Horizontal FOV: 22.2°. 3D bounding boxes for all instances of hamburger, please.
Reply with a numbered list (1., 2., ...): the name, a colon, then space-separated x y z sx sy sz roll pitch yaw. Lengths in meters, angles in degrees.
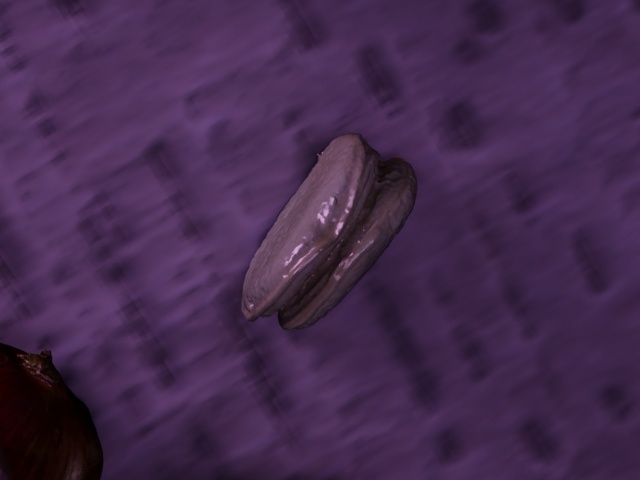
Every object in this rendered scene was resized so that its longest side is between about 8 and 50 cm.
1. hamburger: 0.003 0.002 0.863 0.054 0.084 0.121 39 96 -14

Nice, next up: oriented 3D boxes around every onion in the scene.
1. onion: -0.171 0.108 0.854 0.117 0.118 0.118 27 97 -7
